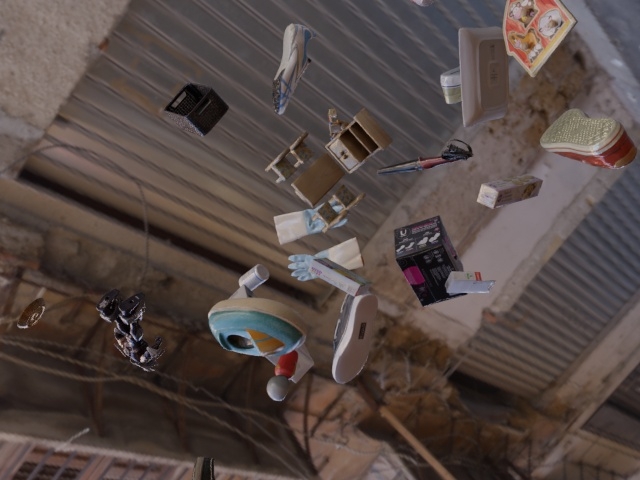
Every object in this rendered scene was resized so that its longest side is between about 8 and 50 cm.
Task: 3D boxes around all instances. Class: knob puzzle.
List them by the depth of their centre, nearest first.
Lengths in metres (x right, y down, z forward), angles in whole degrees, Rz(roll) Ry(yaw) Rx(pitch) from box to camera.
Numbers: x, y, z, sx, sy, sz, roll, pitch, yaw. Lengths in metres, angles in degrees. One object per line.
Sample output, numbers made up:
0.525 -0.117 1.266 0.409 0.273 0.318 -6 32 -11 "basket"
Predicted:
0.508 -0.528 1.591 0.030 0.213 0.213 -13 -139 -32 "knob puzzle"

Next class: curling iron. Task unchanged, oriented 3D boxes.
0.241 -0.191 1.549 0.068 0.035 0.274 34 153 -35 "curling iron"

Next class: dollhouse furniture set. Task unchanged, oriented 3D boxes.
0.036 -0.185 1.581 0.212 0.242 0.161 47 146 -6 "dollhouse furniture set"

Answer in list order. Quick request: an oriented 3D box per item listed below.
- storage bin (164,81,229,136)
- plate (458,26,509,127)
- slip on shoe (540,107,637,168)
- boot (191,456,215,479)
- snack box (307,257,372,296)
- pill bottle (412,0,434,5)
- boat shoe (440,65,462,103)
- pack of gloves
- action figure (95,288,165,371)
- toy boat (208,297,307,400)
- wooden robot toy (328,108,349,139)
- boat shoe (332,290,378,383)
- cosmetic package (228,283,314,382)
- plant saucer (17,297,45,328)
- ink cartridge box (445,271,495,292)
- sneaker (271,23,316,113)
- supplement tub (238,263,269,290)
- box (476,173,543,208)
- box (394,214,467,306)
-0.366 -0.388 1.923 0.180 0.122 0.084 26 164 51 "storage bin"
0.494 -0.487 1.925 0.045 0.278 0.277 5 -162 39 "plate"
0.598 -0.225 1.483 0.101 0.123 0.331 40 -173 -14 "slip on shoe"
-0.157 0.687 1.525 0.138 0.284 0.377 103 160 -69 "boot"
0.049 0.091 1.637 0.141 0.037 0.100 28 -171 17 "snack box"
0.166 -0.688 1.543 0.283 0.161 0.161 34 -172 16 "pill bottle"
0.494 -0.524 2.138 0.302 0.094 0.109 -25 -148 -34 "boat shoe"
0.000 0.000 1.788 0.046 0.232 0.195 -8 -97 -63 "pack of gloves"
-0.526 0.261 1.843 0.185 0.099 0.285 18 138 21 "action figure"
-0.141 0.281 1.702 0.318 0.267 0.148 63 -145 -40 "toy boat"
0.071 -0.461 2.546 0.173 0.079 0.076 83 180 -60 "wooden robot toy"
0.088 0.284 1.994 0.108 0.301 0.102 4 -164 -31 "boat shoe"
-0.175 0.297 2.166 0.284 0.097 0.377 46 178 -11 "cosmetic package"
-0.665 0.172 1.515 0.015 0.083 0.083 32 -171 6 "plant saucer"
0.386 0.107 1.682 0.115 0.063 0.029 1 -125 -5 "ink cartridge box"
-0.072 -0.439 1.702 0.086 0.237 0.085 8 -157 -21 "sneaker"
-0.255 0.145 2.511 0.071 0.107 0.071 33 -144 -29 "supplement tub"
0.625 -0.164 2.138 0.067 0.063 0.324 30 -151 36 "box"
0.352 0.066 2.079 0.247 0.163 0.142 56 -156 -37 "box"
